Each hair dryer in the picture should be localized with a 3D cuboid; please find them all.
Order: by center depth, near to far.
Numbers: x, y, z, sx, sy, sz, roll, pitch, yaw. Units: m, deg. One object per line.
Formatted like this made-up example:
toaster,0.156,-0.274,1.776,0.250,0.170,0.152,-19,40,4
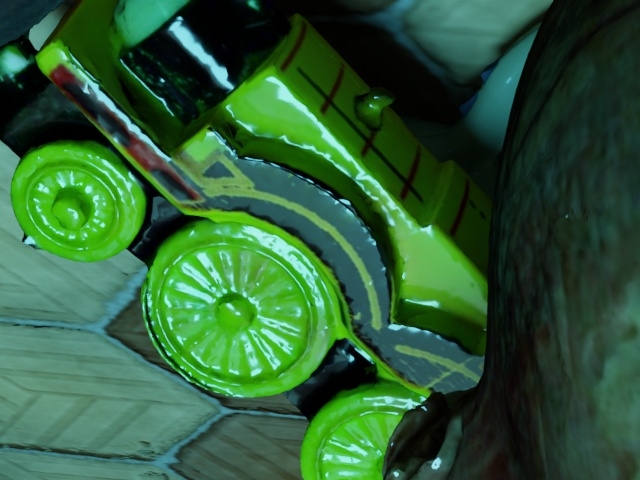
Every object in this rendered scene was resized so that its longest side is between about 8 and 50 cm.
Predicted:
hair dryer,0.040,-0.066,0.749,0.167,0.067,0.199,13,142,1

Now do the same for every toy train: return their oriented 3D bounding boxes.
toy train,0.000,0.000,0.729,0.296,0.100,0.160,44,120,-15

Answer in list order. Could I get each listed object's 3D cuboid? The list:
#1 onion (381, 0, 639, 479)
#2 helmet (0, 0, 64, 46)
onion,0.192,0.027,0.538,0.353,0.354,0.353,6,153,3
helmet,-0.179,-0.167,0.496,0.253,0.154,0.198,3,139,-33
